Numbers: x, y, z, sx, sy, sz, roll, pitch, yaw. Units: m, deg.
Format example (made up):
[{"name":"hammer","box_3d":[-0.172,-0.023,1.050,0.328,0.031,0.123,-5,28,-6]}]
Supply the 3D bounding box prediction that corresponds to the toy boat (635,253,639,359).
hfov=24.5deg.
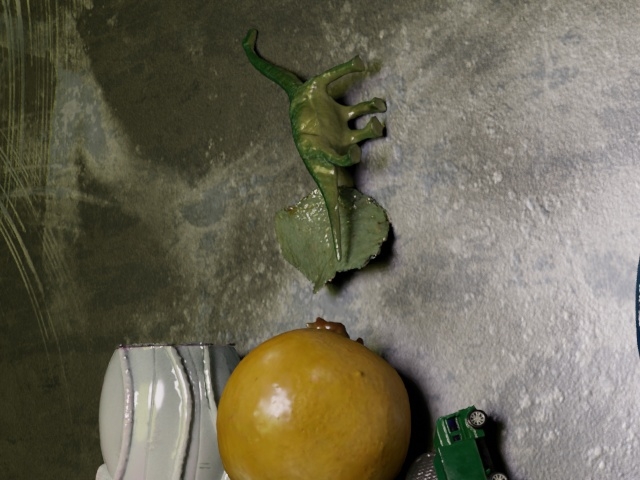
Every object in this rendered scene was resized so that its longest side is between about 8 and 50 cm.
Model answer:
[{"name":"toy boat","box_3d":[0.418,0.039,1.759,0.080,0.046,0.229,8,89,45]}]

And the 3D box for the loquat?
[{"name":"loquat","box_3d":[-0.011,0.240,2.003,0.274,0.275,0.275,-10,75,44]}]

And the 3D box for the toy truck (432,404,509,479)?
[{"name":"toy truck","box_3d":[0.192,0.292,1.906,0.065,0.079,0.147,96,162,-62]}]

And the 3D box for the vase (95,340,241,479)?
[{"name":"vase","box_3d":[-0.218,0.377,2.218,0.250,0.250,0.446,-6,83,45]}]

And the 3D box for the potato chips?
[{"name":"potato chips","box_3d":[0.005,0.001,2.171,0.228,0.059,0.167,-25,60,39]}]

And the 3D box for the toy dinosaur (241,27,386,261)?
[{"name":"toy dinosaur","box_3d":[-0.043,-0.162,2.219,0.300,0.087,0.447,-12,61,38]}]

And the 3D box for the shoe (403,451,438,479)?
[{"name":"shoe","box_3d":[0.142,0.404,1.949,0.108,0.093,0.241,7,65,29]}]
